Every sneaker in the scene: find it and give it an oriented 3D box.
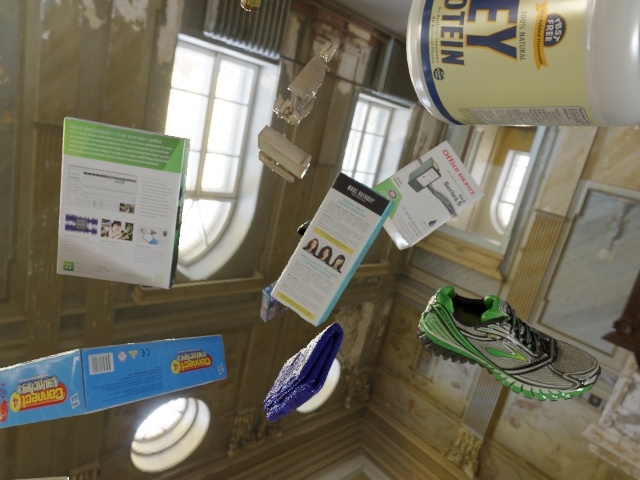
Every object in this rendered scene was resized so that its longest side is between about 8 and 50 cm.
[{"bbox_3d":[0.000,0.000,1.398,0.078,0.067,0.188,-28,-135,-35],"label":"sneaker"},{"bbox_3d":[0.371,0.199,0.866,0.343,0.146,0.134,17,-144,16],"label":"sneaker"}]

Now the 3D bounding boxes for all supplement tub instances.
[{"bbox_3d":[0.299,-0.262,0.540,0.235,0.235,0.325,0,-169,-41],"label":"supplement tub"}]

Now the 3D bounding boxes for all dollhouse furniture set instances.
[{"bbox_3d":[-0.029,-0.393,1.421,0.174,0.355,0.303,37,166,-1],"label":"dollhouse furniture set"}]

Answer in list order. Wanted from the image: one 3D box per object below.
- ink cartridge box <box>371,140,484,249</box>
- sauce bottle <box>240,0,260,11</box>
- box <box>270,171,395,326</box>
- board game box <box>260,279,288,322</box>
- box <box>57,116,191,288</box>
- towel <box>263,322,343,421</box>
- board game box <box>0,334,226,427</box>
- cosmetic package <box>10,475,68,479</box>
[{"bbox_3d":[0.299,-0.131,1.273,0.198,0.273,0.115,56,171,2],"label":"ink cartridge box"},{"bbox_3d":[-0.129,-0.535,0.885,0.042,0.128,0.042,16,-137,-15],"label":"sauce bottle"},{"bbox_3d":[0.021,0.015,0.746,0.100,0.244,0.060,33,-171,14],"label":"box"},{"bbox_3d":[-0.121,0.175,1.376,0.136,0.201,0.035,-31,-112,-27],"label":"board game box"},{"bbox_3d":[-0.405,-0.072,0.902,0.232,0.322,0.058,9,-166,-7],"label":"box"},{"bbox_3d":[-0.058,0.374,1.250,0.076,0.308,0.227,34,-134,-5],"label":"towel"},{"bbox_3d":[-0.380,0.242,0.762,0.302,0.086,0.308,-17,166,22],"label":"board game box"},{"bbox_3d":[-0.459,0.452,0.638,0.160,0.113,0.309,11,164,-29],"label":"cosmetic package"}]
